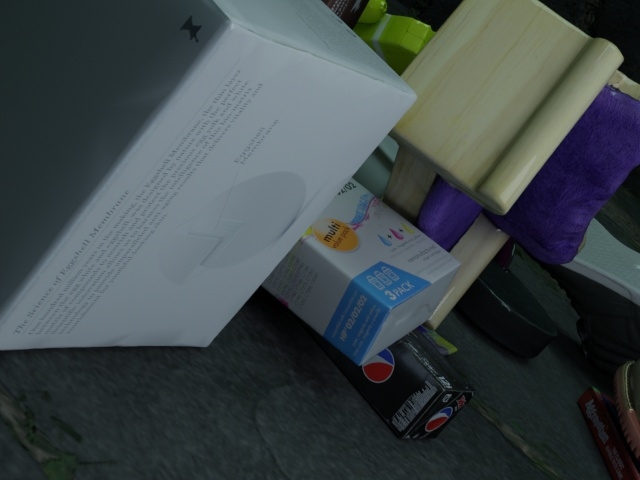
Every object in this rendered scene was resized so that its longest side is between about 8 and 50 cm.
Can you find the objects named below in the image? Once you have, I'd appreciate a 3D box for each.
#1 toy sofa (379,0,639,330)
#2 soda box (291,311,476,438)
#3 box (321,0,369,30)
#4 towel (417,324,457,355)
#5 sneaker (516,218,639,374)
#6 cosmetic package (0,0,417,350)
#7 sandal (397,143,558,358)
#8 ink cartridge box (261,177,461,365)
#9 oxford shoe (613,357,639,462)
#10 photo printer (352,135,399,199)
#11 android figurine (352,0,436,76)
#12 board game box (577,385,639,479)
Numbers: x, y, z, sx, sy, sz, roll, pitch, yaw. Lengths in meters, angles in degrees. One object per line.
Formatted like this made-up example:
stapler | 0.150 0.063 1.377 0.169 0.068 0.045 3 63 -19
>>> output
toy sofa | 0.134 -0.038 1.077 0.177 0.150 0.362 39 -15 8
soda box | 0.040 0.077 1.047 0.169 0.053 0.060 48 18 28
box | -0.170 -0.218 1.042 0.381 0.191 0.143 32 15 5
towel | 0.090 0.084 1.227 0.060 0.009 0.083 46 17 23
sneaker | 0.311 0.060 1.606 0.296 0.146 0.105 34 44 26
cosmetic package | -0.100 -0.060 0.783 0.138 0.224 0.225 47 16 21
sandal | 0.167 -0.034 1.546 0.168 0.107 0.445 29 18 -35
ink cartridge box | 0.000 0.000 1.004 0.181 0.061 0.104 38 36 18
oxford shoe | 0.398 0.209 1.232 0.140 0.146 0.397 30 18 -28
photo printer | -0.049 -0.157 1.289 0.307 0.107 0.256 44 11 -40
android figurine | 0.069 -0.221 1.657 0.273 0.056 0.248 13 -25 30
board game box | 0.341 0.253 1.309 0.145 0.027 0.281 36 16 -16
